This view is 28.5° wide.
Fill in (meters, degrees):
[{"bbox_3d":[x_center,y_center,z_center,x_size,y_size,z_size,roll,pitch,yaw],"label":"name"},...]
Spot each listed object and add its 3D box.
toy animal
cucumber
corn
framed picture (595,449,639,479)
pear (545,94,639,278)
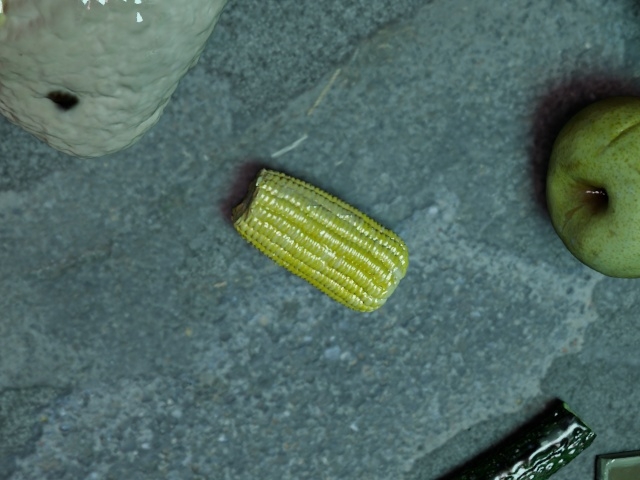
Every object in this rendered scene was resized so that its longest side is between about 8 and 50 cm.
[{"bbox_3d":[-0.175,-0.230,0.957,0.226,0.188,0.358,20,112,-20],"label":"toy animal"},{"bbox_3d":[0.188,0.230,1.259,0.187,0.058,0.058,-33,111,2],"label":"cucumber"},{"bbox_3d":[0.000,0.000,1.141,0.165,0.063,0.085,29,125,-16],"label":"corn"},{"bbox_3d":[0.382,0.336,1.349,0.189,0.023,0.260,-6,109,-9],"label":"framed picture"},{"bbox_3d":[0.281,-0.048,1.132,0.136,0.167,0.167,-12,111,-24],"label":"pear"}]
